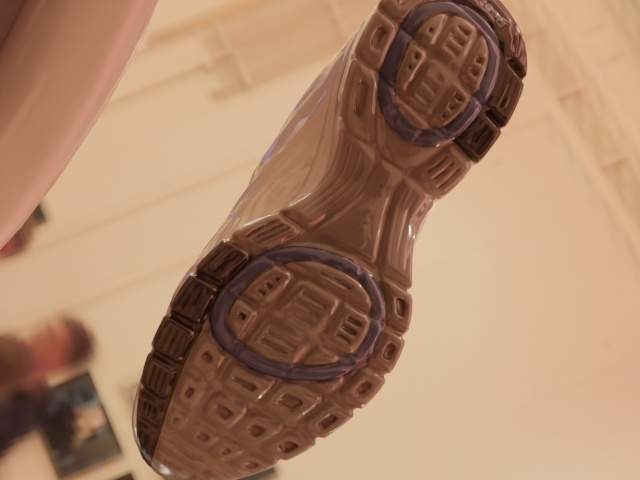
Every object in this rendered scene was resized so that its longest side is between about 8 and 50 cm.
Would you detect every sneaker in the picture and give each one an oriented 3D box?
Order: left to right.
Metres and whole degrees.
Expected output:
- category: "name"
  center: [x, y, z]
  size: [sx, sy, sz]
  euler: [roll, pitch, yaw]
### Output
- category: "sneaker"
  center: [0.000, 0.000, 1.004]
  size: [0.111, 0.297, 0.129]
  euler: [38, -17, -11]

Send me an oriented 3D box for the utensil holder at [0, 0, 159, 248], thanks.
- category: "utensil holder"
  center: [-0.248, -0.158, 0.450]
  size: [0.385, 0.327, 0.328]
  euler: [43, -25, 51]
